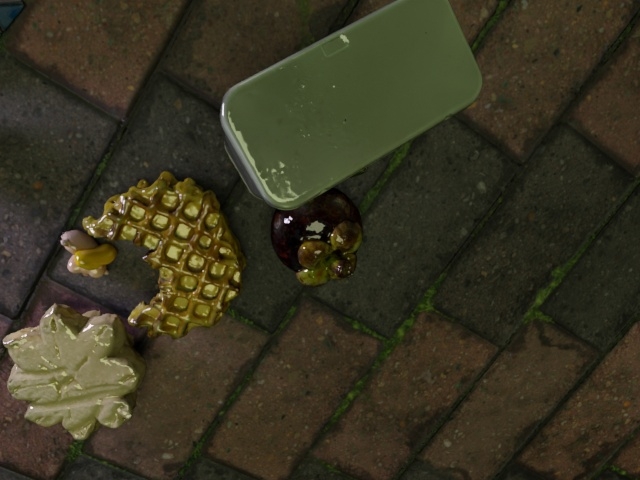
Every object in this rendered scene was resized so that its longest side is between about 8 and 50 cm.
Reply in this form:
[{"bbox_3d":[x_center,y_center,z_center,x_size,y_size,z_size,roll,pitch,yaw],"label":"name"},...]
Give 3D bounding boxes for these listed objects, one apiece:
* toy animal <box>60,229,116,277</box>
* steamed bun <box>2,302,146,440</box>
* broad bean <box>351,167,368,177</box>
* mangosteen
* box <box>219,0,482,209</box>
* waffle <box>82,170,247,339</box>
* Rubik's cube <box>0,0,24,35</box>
[{"bbox_3d":[-0.483,0.038,1.037,0.114,0.091,0.082,32,117,-17],"label":"toy animal"},{"bbox_3d":[-0.504,0.256,1.083,0.295,0.137,0.292,29,104,-9],"label":"steamed bun"},{"bbox_3d":[-0.019,-0.175,1.030,0.255,0.052,0.053,16,103,-11],"label":"broad bean"},{"bbox_3d":[0.000,0.000,1.004,0.192,0.217,0.192,-9,130,-11],"label":"mangosteen"},{"bbox_3d":[0.017,-0.200,0.835,0.351,0.344,0.178,-32,99,-9],"label":"box"},{"bbox_3d":[-0.292,0.034,1.025,0.260,0.151,0.325,-16,111,3],"label":"waffle"},{"bbox_3d":[-0.595,-0.381,0.859,0.178,0.190,0.212,-22,115,-17],"label":"Rubik's cube"}]
